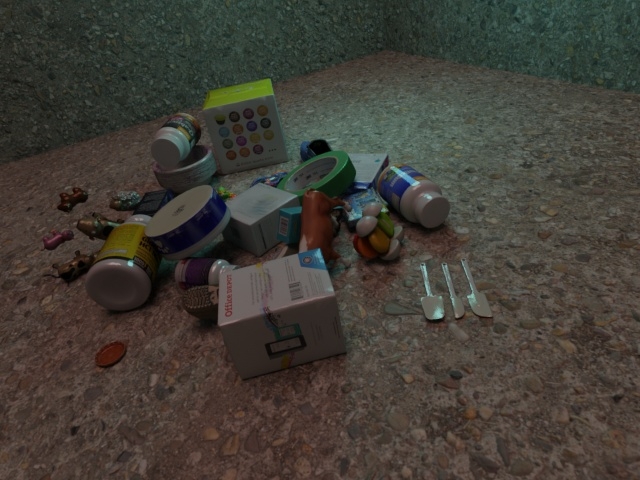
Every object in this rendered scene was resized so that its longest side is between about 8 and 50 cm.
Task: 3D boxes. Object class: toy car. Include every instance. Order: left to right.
[{"bbox_3d":[0.167,-0.016,1.333,0.136,0.159,0.182,-35,19,37],"label":"toy car"}]

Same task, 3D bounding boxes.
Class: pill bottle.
[{"bbox_3d":[-0.626,0.056,1.404,0.187,0.188,0.334,-12,34,0],"label":"pill bottle"},{"bbox_3d":[-0.650,-0.453,1.913,0.162,0.162,0.279,-7,35,8],"label":"pill bottle"},{"bbox_3d":[-0.341,0.109,1.312,0.193,0.108,0.108,3,37,22],"label":"pill bottle"},{"bbox_3d":[0.318,-0.153,1.453,0.152,0.152,0.272,-20,34,-12],"label":"pill bottle"}]

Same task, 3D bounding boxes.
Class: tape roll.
[{"bbox_3d":[-0.021,-0.231,1.657,0.321,0.077,0.321,-24,30,15],"label":"tape roll"}]

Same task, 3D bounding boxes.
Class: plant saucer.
[{"bbox_3d":[-0.579,0.314,1.172,0.083,0.013,0.084,-9,34,6],"label":"plant saucer"}]

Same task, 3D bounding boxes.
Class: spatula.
[{"bbox_3d":[0.352,0.125,1.158,0.168,0.019,0.242,-7,34,8],"label":"spatula"}]

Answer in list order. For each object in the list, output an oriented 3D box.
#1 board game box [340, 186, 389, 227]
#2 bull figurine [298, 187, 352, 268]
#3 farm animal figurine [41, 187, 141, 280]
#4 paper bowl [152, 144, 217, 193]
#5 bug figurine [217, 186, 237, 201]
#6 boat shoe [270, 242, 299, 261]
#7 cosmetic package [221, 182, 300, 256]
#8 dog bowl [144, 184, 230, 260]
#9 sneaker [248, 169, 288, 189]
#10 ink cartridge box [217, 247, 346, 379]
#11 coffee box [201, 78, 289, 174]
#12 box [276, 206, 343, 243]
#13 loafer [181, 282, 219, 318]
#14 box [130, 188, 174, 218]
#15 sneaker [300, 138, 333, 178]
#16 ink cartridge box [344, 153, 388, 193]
[{"bbox_3d":[0.127,-0.105,1.524,0.194,0.060,0.194,-14,34,-2],"label":"board game box"},{"bbox_3d":[0.000,0.000,1.284,0.188,0.311,0.101,11,-9,-41],"label":"bull figurine"},{"bbox_3d":[-0.822,-0.020,1.559,0.172,0.331,0.326,20,17,42],"label":"farm animal figurine"},{"bbox_3d":[-0.625,-0.324,1.992,0.284,0.148,0.284,-8,34,5],"label":"paper bowl"},{"bbox_3d":[-0.453,-0.151,1.756,0.278,0.072,0.216,-21,35,-12],"label":"bug figurine"},{"bbox_3d":[-0.120,0.066,1.330,0.081,0.079,0.227,-23,14,28],"label":"boat shoe"},{"bbox_3d":[-0.219,-0.084,1.532,0.224,0.138,0.224,22,45,40],"label":"cosmetic package"},{"bbox_3d":[-0.431,-0.062,1.384,0.264,0.104,0.265,-21,33,15],"label":"dog bowl"},{"bbox_3d":[-0.208,-0.231,1.794,0.221,0.083,0.087,-35,45,-26],"label":"sneaker"},{"bbox_3d":[-0.098,0.178,1.057,0.269,0.197,0.198,-14,35,-3],"label":"ink cartridge box"},{"bbox_3d":[-0.365,-0.575,2.110,0.337,0.335,0.338,-12,34,-1],"label":"coffee box"},{"bbox_3d":[-0.031,-0.059,1.392,0.060,0.101,0.244,23,24,39],"label":"box"},{"bbox_3d":[-0.254,0.169,1.215,0.268,0.092,0.102,-2,60,-11],"label":"loafer"},{"bbox_3d":[-0.627,-0.084,1.641,0.108,0.153,0.207,-10,35,2],"label":"box"},{"bbox_3d":[-0.005,-0.401,1.916,0.129,0.147,0.330,-23,35,-16],"label":"sneaker"},{"bbox_3d":[0.155,-0.269,1.751,0.185,0.065,0.311,5,36,23],"label":"ink cartridge box"}]
